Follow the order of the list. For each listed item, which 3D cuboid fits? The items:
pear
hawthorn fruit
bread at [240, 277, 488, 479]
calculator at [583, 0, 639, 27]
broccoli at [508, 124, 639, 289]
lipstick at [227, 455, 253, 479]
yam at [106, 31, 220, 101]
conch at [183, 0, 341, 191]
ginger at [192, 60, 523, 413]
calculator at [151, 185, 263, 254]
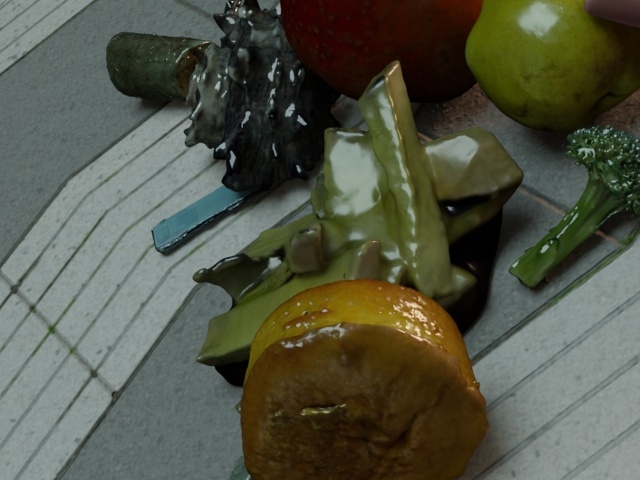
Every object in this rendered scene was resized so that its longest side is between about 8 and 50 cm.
[{"bbox_3d":[0.270,-0.215,1.672,0.200,0.200,0.200,-21,44,21],"label":"pear"},{"bbox_3d":[0.090,-0.344,1.786,0.284,0.369,0.285,-4,36,3],"label":"hawthorn fruit"},{"bbox_3d":[0.043,0.156,1.456,0.268,0.268,0.146,-22,36,19],"label":"bread"},{"bbox_3d":[0.457,-0.287,1.599,0.329,0.048,0.220,9,43,5],"label":"calculator"},{"bbox_3d":[0.282,-0.030,1.575,0.204,0.122,0.118,-51,24,8],"label":"broccoli"},{"bbox_3d":[-0.099,0.299,1.594,0.030,0.030,0.129,6,58,40],"label":"lipstick"},{"bbox_3d":[-0.230,-0.254,2.151,0.183,0.107,0.107,8,59,40],"label":"yam"},{"bbox_3d":[-0.099,-0.187,1.939,0.240,0.186,0.313,-45,47,26],"label":"conch"},{"bbox_3d":[0.000,0.000,1.663,0.413,0.211,0.358,-46,39,-7],"label":"ginger"},{"bbox_3d":[-0.149,-0.040,1.951,0.172,0.018,0.057,-32,42,8],"label":"calculator"}]
